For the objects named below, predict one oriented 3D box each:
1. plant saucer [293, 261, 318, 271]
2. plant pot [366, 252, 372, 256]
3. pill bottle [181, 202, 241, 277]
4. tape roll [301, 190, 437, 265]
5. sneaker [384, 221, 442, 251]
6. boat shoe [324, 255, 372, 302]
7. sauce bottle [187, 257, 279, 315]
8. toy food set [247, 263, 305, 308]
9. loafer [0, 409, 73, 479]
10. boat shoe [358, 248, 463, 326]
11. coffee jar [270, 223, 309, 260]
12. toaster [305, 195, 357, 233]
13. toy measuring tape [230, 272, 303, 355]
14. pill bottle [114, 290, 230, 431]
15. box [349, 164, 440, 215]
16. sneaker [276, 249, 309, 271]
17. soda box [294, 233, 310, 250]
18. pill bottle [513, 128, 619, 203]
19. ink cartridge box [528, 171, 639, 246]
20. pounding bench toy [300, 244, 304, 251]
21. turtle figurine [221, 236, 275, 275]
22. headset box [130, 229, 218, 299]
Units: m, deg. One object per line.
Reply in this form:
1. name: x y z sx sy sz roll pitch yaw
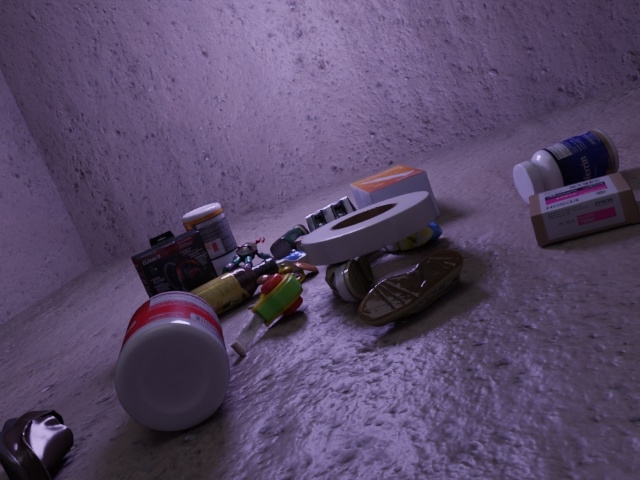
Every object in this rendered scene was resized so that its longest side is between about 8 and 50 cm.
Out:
1. plant saucer: -0.047 0.084 2.068 0.083 0.013 0.083 14 4 -1
2. plant pot: 0.128 -0.001 2.059 0.096 0.109 0.109 -12 10 -12
3. pill bottle: -0.416 0.006 2.489 0.162 0.278 0.162 -20 12 4
4. tape roll: 0.134 -0.037 1.797 0.392 0.072 0.392 -22 9 4
5. sneaker: 0.278 -0.014 1.948 0.126 0.091 0.240 -6 5 -26
6. boat shoe: 0.071 0.106 1.697 0.103 0.113 0.302 -24 4 13
7. sauce bottle: -0.284 0.155 2.032 0.344 0.111 0.111 -28 14 -29
8. toy food set: -0.138 0.127 2.002 0.128 0.071 0.218 -13 15 33
9. loafer: -0.592 0.421 1.342 0.130 0.134 0.366 -26 13 -21
10. boat shoe: 0.213 0.124 1.452 0.285 0.089 0.104 -28 40 -19
11. coffee jar: -0.113 0.005 2.445 0.096 0.079 0.184 -39 2 31
12. toaster: 0.061 -0.050 2.195 0.168 0.110 0.186 -26 -30 11
13. toy measuring tape: -0.125 0.175 1.687 0.121 0.121 0.330 -14 20 28
14. pill bottle: -0.331 0.245 1.449 0.229 0.229 0.407 -23 12 -8
15. box: 0.260 -0.150 2.311 0.215 0.168 0.345 -22 13 -5
16. sneaker: -0.105 0.074 2.200 0.152 0.058 0.084 -21 17 -21
17. soda box: 0.000 0.000 2.351 0.183 0.058 0.063 -14 14 27
18. pill bottle: 0.711 -0.210 1.865 0.264 0.153 0.153 -22 12 -2
19. ink cartridge box: 0.641 -0.080 1.576 0.234 0.088 0.193 -16 12 20
20. pounding bench toy: -0.018 0.030 2.264 0.065 0.052 0.083 -26 13 -23
21. turtle figurine: -0.273 0.069 2.397 0.175 0.118 0.234 -15 19 23
22. headset box: -0.457 0.115 2.062 0.218 0.293 0.110 -28 14 -24
